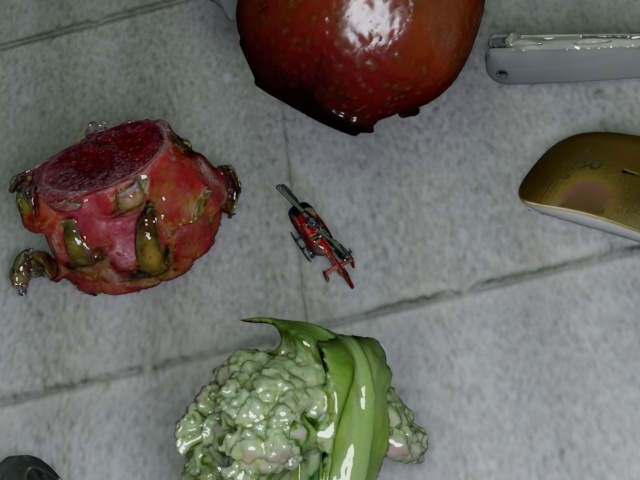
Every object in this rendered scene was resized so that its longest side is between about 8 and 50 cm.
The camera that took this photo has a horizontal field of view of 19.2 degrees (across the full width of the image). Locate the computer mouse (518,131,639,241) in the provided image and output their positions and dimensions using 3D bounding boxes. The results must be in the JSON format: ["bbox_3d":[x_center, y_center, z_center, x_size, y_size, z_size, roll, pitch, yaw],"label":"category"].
[{"bbox_3d":[0.324,-0.052,1.971,0.245,0.056,0.126,20,55,34],"label":"computer mouse"}]

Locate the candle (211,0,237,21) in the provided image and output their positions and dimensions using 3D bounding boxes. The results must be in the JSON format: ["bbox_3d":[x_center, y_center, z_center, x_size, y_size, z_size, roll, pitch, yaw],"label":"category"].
[{"bbox_3d":[-0.054,-0.395,2.360,0.343,0.221,0.221,-18,41,6],"label":"candle"}]

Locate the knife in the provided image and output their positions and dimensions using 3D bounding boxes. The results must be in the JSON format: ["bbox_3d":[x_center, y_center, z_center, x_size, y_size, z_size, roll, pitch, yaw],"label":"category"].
[{"bbox_3d":[0.316,-0.213,2.134,0.266,0.073,0.040,1,54,18],"label":"knife"}]

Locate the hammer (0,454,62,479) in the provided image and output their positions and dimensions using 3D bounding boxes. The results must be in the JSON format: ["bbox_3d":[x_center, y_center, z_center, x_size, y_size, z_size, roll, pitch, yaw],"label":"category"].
[{"bbox_3d":[-0.312,0.322,1.819,0.111,0.033,0.287,-8,43,13],"label":"hammer"}]

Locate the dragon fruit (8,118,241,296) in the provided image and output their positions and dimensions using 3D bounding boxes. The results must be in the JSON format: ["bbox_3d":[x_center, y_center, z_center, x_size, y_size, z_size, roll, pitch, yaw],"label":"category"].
[{"bbox_3d":[-0.230,-0.044,2.098,0.282,0.147,0.211,-21,42,-5],"label":"dragon fruit"}]

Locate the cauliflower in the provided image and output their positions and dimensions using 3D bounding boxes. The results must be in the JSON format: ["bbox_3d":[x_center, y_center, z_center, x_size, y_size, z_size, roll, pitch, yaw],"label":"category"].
[{"bbox_3d":[-0.014,0.220,1.709,0.239,0.256,0.315,-13,72,1],"label":"cauliflower"}]

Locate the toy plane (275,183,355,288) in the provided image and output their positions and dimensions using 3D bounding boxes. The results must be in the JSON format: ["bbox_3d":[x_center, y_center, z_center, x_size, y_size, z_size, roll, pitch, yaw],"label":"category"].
[{"bbox_3d":[0.000,0.000,2.032,0.037,0.060,0.145,-28,57,-11],"label":"toy plane"}]

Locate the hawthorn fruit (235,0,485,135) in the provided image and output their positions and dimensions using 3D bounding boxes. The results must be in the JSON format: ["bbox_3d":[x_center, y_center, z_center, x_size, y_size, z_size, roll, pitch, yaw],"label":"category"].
[{"bbox_3d":[0.047,-0.263,2.140,0.316,0.316,0.316,-10,42,10],"label":"hawthorn fruit"}]
